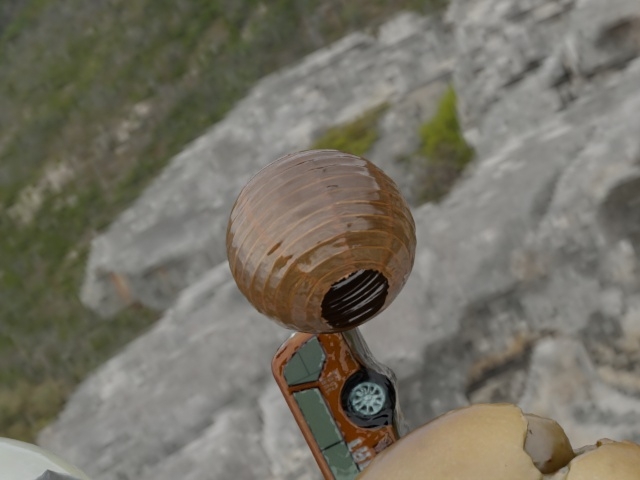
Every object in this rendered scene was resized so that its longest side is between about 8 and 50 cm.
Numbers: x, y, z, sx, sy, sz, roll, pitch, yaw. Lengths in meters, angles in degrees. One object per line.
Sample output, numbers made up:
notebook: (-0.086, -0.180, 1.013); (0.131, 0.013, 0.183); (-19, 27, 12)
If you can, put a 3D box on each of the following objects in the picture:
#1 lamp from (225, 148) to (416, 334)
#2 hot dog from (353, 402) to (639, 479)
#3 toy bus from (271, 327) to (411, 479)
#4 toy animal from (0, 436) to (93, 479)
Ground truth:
lamp: (0.000, 0.000, 1.120); (0.136, 0.136, 0.136); (-23, 22, 10)
hot dog: (0.034, 0.095, 0.377); (0.089, 0.140, 0.060); (3, 32, -15)
toy bus: (0.079, 0.250, 1.386); (0.092, 0.409, 0.093); (-26, 0, 7)
toy animal: (-0.173, 0.240, 0.860); (0.212, 0.267, 0.212); (-15, 43, 15)
